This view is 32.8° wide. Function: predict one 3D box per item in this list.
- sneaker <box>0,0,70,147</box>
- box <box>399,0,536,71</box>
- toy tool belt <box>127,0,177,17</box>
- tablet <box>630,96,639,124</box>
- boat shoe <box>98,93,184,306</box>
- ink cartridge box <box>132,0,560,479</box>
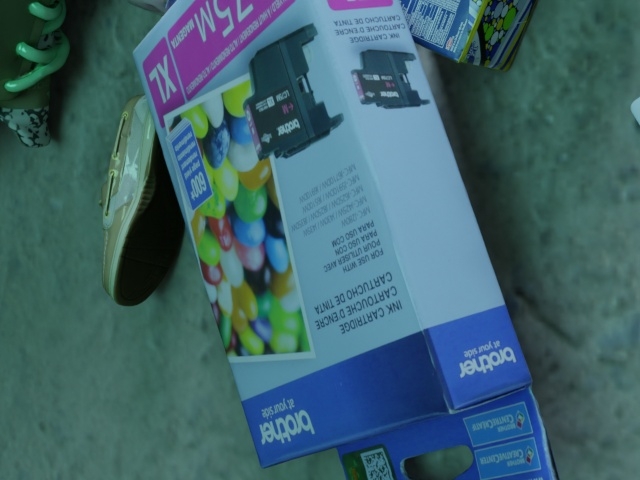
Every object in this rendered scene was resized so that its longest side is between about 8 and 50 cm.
[{"bbox_3d":[-0.218,-0.155,0.719,0.410,0.158,0.182,-32,117,19],"label":"sneaker"},{"bbox_3d":[0.092,-0.173,0.535,0.054,0.059,0.169,31,109,28],"label":"box"},{"bbox_3d":[-0.081,-0.171,0.661,0.051,0.052,0.083,27,114,-4],"label":"toy tool belt"},{"bbox_3d":[0.193,-0.065,0.508,0.083,0.006,0.054,-37,74,30],"label":"tablet"},{"bbox_3d":[-0.115,-0.027,0.689,0.045,0.050,0.135,18,95,36],"label":"boat shoe"},{"bbox_3d":[0.000,0.000,0.571,0.186,0.065,0.311,-30,78,54],"label":"ink cartridge box"}]
